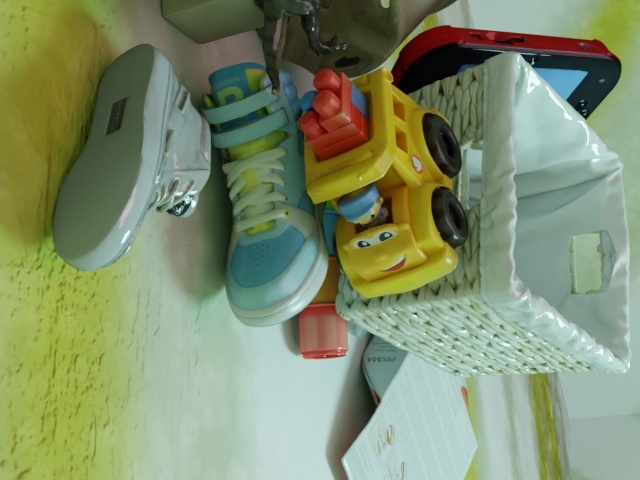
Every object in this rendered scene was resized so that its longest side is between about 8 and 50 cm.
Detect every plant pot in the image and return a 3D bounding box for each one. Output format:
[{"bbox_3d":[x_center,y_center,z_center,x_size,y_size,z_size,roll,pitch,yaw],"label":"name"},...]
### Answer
[{"bbox_3d":[0.053,-0.399,1.237,0.333,0.334,0.305,65,36,-34],"label":"plant pot"}]

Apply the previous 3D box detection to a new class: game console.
[{"bbox_3d":[0.243,-0.179,1.343,0.342,0.387,0.060,-62,-141,44],"label":"game console"}]

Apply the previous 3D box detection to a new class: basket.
[{"bbox_3d":[0.218,-0.008,1.140,0.331,0.267,0.328,30,57,-43],"label":"basket"}]

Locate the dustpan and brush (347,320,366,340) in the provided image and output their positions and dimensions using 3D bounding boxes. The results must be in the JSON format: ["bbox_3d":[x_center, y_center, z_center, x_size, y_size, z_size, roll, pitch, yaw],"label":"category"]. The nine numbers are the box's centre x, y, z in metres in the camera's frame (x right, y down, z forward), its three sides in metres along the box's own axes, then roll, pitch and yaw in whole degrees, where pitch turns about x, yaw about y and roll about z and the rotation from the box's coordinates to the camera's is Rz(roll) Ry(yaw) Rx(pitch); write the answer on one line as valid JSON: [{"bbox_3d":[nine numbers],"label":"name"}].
[{"bbox_3d":[0.026,0.027,1.245,0.147,0.060,0.211,109,-24,-66],"label":"dustpan and brush"}]

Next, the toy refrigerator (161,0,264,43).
[{"bbox_3d":[-0.124,-0.375,1.003,0.094,0.102,0.269,23,58,-66],"label":"toy refrigerator"}]

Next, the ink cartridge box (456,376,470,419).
[{"bbox_3d":[0.264,0.300,1.779,0.179,0.045,0.145,51,34,-57],"label":"ink cartridge box"}]

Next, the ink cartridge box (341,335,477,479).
[{"bbox_3d":[0.125,0.333,1.381,0.385,0.091,0.308,-48,126,-49],"label":"ink cartridge box"}]

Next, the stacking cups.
[{"bbox_3d":[0.000,0.000,1.166,0.096,0.096,0.316,21,63,-66],"label":"stacking cups"}]

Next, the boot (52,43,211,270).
[{"bbox_3d":[-0.150,-0.055,0.780,0.123,0.095,0.258,50,34,-41],"label":"boot"}]

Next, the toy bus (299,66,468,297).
[{"bbox_3d":[0.049,-0.077,0.936,0.211,0.150,0.220,38,42,-46],"label":"toy bus"}]

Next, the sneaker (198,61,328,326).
[{"bbox_3d":[-0.076,-0.071,0.959,0.319,0.127,0.208,-86,156,-50],"label":"sneaker"}]

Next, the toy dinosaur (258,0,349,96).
[{"bbox_3d":[-0.031,-0.260,0.959,0.118,0.064,0.268,18,62,-50],"label":"toy dinosaur"}]
